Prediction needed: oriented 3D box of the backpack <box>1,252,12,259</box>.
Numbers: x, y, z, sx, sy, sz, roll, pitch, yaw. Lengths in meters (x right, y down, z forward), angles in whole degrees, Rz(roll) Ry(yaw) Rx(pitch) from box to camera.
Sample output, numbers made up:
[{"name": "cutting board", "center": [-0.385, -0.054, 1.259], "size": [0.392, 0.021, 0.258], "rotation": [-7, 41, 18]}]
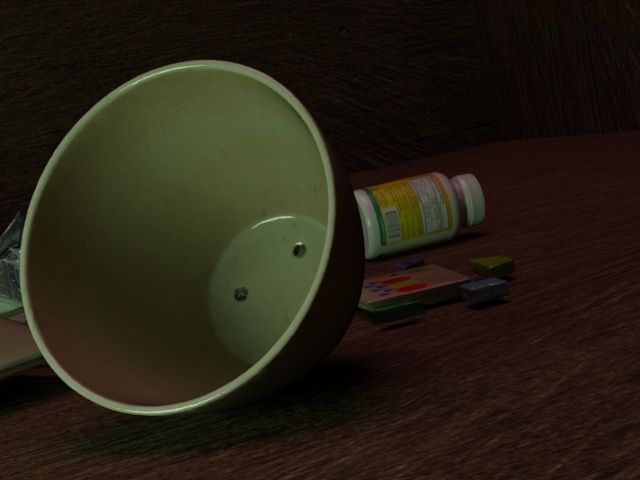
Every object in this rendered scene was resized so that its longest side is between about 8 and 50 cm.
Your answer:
[{"name": "backpack", "center": [-0.566, 0.067, 2.275], "size": [0.158, 0.117, 0.173], "rotation": [-11, 6, -2]}]

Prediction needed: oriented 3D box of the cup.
[{"name": "cup", "center": [-0.088, 0.022, 1.201], "size": [0.331, 0.331, 0.237], "rotation": [-9, -19, 23]}]

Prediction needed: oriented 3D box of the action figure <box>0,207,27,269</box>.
[{"name": "action figure", "center": [-0.286, 0.051, 1.635], "size": [0.285, 0.099, 0.185], "rotation": [27, 12, -7]}]

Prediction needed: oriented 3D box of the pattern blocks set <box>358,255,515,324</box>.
[{"name": "pattern blocks set", "center": [0.105, 0.063, 1.555], "size": [0.285, 0.026, 0.325], "rotation": [-12, 7, -2]}]

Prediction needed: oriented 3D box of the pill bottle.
[{"name": "pill bottle", "center": [0.157, -0.046, 2.006], "size": [0.208, 0.118, 0.117], "rotation": [-14, 7, -14]}]

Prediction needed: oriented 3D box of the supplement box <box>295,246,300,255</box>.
[{"name": "supplement box", "center": [0.000, 0.000, 2.142], "size": [0.083, 0.056, 0.083], "rotation": [-10, 7, 7]}]

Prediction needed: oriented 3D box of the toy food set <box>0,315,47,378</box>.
[{"name": "toy food set", "center": [-0.437, 0.168, 1.412], "size": [0.219, 0.092, 0.306], "rotation": [11, 22, 43]}]

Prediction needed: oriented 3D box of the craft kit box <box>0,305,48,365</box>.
[{"name": "craft kit box", "center": [-0.382, 0.126, 1.740], "size": [0.246, 0.061, 0.250], "rotation": [-6, 8, 23]}]

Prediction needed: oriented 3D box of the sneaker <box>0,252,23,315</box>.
[{"name": "sneaker", "center": [-0.555, 0.090, 2.126], "size": [0.297, 0.111, 0.129], "rotation": [-2, -24, -17]}]
